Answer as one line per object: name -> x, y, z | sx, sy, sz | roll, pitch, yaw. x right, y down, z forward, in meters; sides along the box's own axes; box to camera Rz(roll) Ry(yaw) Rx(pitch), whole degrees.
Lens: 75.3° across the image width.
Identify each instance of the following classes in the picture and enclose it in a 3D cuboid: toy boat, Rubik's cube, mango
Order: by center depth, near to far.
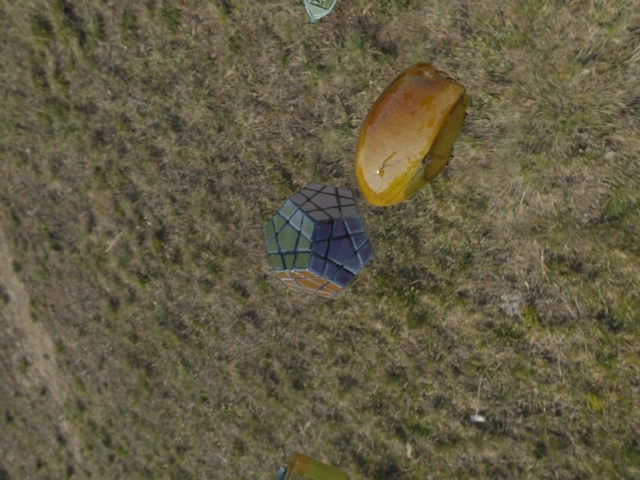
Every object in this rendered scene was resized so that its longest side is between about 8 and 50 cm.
mango -> 0.137, -0.158, 0.668 | 0.126, 0.153, 0.252 | 59, 140, 34
toy boat -> 0.003, -0.493, 0.811 | 0.069, 0.173, 0.059 | 17, 82, -10
Rubik's cube -> 0.000, 0.000, 1.138 | 0.264, 0.319, 0.319 | 44, 122, 2

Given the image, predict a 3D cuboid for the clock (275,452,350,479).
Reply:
clock -> -0.039, 0.408, 0.563 | 0.096, 0.202, 0.143 | 22, 150, 3
